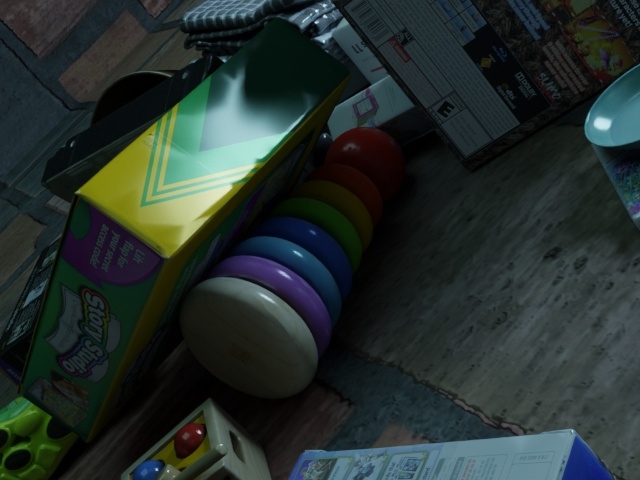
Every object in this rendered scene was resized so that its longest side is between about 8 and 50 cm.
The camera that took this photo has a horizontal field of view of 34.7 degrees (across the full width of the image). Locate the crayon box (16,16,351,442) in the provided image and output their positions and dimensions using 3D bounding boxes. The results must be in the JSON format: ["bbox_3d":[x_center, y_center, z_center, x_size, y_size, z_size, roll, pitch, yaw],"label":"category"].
[{"bbox_3d":[-0.143,-0.003,1.028,0.313,0.106,0.363,-49,-6,-41],"label":"crayon box"}]

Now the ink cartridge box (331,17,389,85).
[{"bbox_3d":[0.156,-0.312,1.305,0.207,0.119,0.353,-14,37,47],"label":"ink cartridge box"}]

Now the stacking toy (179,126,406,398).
[{"bbox_3d":[0.000,0.000,1.035,0.141,0.141,0.330,-18,26,45],"label":"stacking toy"}]

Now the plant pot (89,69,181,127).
[{"bbox_3d":[-0.189,-0.164,1.527,0.215,0.215,0.230,-30,5,28],"label":"plant pot"}]

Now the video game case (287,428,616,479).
[{"bbox_3d":[0.030,0.247,0.617,0.244,0.061,0.269,-15,35,45],"label":"video game case"}]

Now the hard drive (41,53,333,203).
[{"bbox_3d":[-0.160,-0.087,1.275,0.339,0.237,0.064,-20,50,41],"label":"hard drive"}]

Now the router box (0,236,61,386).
[{"bbox_3d":[-0.341,0.054,1.520,0.243,0.081,0.309,-34,25,19],"label":"router box"}]

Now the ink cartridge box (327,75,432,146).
[{"bbox_3d":[0.080,-0.144,1.169,0.122,0.089,0.052,-25,72,35],"label":"ink cartridge box"}]

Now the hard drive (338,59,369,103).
[{"bbox_3d":[0.015,-0.301,1.606,0.233,0.047,0.353,-31,25,26],"label":"hard drive"}]

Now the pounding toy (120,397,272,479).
[{"bbox_3d":[-0.105,0.205,0.855,0.130,0.100,0.141,-41,23,5],"label":"pounding toy"}]

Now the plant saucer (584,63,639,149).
[{"bbox_3d":[0.275,-0.112,0.842,0.119,0.021,0.119,-34,24,17],"label":"plant saucer"}]

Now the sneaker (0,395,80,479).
[{"bbox_3d":[-0.325,0.214,1.225,0.295,0.109,0.123,-42,1,6],"label":"sneaker"}]

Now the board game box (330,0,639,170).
[{"bbox_3d":[0.195,-0.254,0.998,0.291,0.232,0.141,-32,25,23],"label":"board game box"}]

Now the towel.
[{"bbox_3d":[-0.034,-0.327,1.428,0.235,0.121,0.284,5,33,36],"label":"towel"}]

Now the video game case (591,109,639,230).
[{"bbox_3d":[0.301,-0.087,0.813,0.157,0.019,0.143,-34,25,18],"label":"video game case"}]
